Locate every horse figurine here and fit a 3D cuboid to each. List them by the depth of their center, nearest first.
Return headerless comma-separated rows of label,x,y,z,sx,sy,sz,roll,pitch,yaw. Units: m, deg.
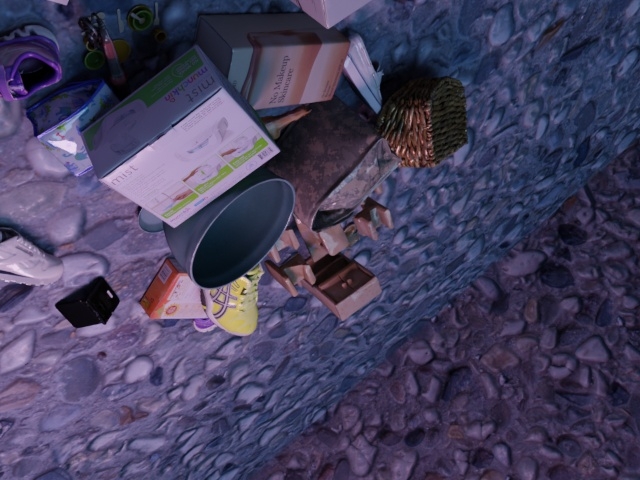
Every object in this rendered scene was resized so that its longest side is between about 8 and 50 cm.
horse figurine,-0.169,-0.235,1.388,0.264,0.066,0.175,-8,175,-34

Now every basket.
basket,0.245,-0.325,1.739,0.299,0.223,0.213,-35,121,-52

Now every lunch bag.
lunch bag,-0.422,-0.211,1.164,0.151,0.096,0.128,-31,149,-1
lunch bag,0.010,-0.181,1.580,0.287,0.235,0.169,-46,150,5

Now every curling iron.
curling iron,-0.361,-0.297,1.139,0.035,0.068,0.274,-33,161,-13

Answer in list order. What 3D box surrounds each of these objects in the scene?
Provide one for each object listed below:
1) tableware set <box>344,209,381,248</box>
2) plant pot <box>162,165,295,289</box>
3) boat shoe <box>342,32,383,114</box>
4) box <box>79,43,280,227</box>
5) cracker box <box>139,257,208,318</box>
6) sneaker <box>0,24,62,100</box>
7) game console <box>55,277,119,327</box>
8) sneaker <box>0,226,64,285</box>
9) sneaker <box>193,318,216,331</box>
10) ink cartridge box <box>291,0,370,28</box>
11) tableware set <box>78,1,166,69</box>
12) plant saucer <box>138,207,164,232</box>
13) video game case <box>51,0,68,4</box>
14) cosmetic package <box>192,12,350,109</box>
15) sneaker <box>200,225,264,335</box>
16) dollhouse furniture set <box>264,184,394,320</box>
tableware set,0.131,-0.042,2.121,0.169,0.020,0.141,-41,150,-5
plant pot,-0.227,-0.066,1.404,0.293,0.196,0.293,-41,156,-22
boat shoe,0.113,-0.398,1.569,0.084,0.095,0.258,-41,152,4
box,-0.245,-0.175,1.168,0.262,0.126,0.231,-35,151,8
cracker box,-0.342,0.131,1.725,0.232,0.067,0.155,10,120,-54
sneaker,-0.507,-0.253,1.001,0.237,0.104,0.095,-28,148,-22
game console,-0.554,0.150,1.551,0.122,0.071,0.107,80,32,-57
sneaker,-0.598,0.027,1.276,0.235,0.090,0.094,15,98,-62
sneaker,-0.291,0.208,1.889,0.170,0.068,0.071,-26,140,-26
ink cartridge box,0.003,-0.502,1.187,0.153,0.208,0.086,-36,150,-12
tableware set,-0.345,-0.356,1.142,0.154,0.024,0.104,-25,146,-29
plant saucer,-0.367,-0.069,1.485,0.119,0.021,0.119,-30,147,-22
video game case,-0.413,-0.454,0.883,0.210,0.041,0.232,0,137,-47
cosmetic package,-0.101,-0.364,1.318,0.296,0.129,0.153,-18,144,-36
sneaker,-0.219,0.107,1.649,0.145,0.147,0.384,-46,138,-36
dollhouse furniture set,0.000,0.000,1.892,0.362,0.256,0.394,-35,128,-16
